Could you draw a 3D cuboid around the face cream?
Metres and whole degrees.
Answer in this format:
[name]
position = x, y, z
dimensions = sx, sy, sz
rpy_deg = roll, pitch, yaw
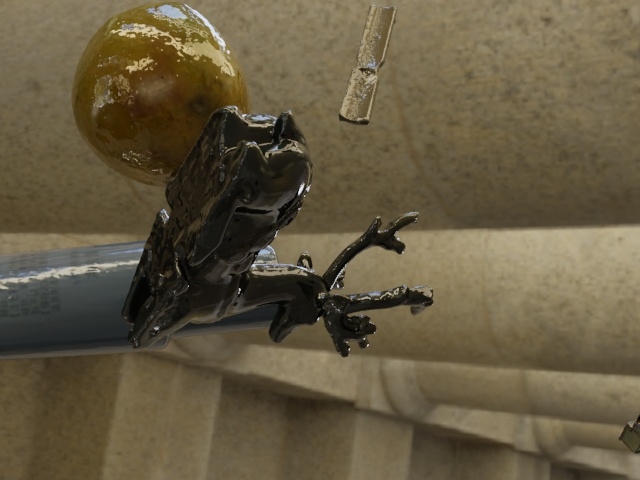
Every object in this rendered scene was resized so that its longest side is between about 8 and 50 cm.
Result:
[face cream]
position = -0.223, 0.049, 0.778
dimensions = 0.385, 0.136, 0.086
rpy_deg = -4, -63, -12

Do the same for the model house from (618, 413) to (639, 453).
[model house]
position = 0.358, 0.189, 1.045
dimensions = 0.058, 0.057, 0.083
rpy_deg = -14, -46, -33

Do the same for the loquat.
[loquat]
position = -0.175, -0.148, 1.168
dimensions = 0.213, 0.213, 0.246
rpy_deg = 7, -119, -54

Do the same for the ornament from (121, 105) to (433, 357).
[ornament]
position = 0.000, 0.000, 0.706
dimensions = 0.236, 0.202, 0.080
rpy_deg = 7, -140, -36

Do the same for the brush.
[brush]
position = 0.066, -0.233, 1.354
dimensions = 0.036, 0.043, 0.248
rpy_deg = 84, -165, -47
